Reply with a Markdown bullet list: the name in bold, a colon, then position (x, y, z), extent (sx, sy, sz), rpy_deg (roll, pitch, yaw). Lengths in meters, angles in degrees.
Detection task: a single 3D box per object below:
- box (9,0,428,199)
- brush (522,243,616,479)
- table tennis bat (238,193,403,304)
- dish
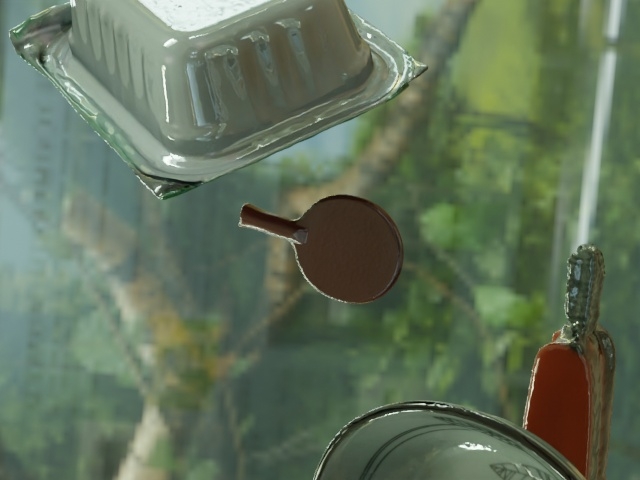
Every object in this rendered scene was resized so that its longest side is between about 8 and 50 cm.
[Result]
- **box**: position (-0.100, -0.192, 1.691), extent (0.337, 0.264, 0.106), rpy_deg (42, 152, 49)
- **brush**: position (0.214, 0.153, 1.727), extent (0.051, 0.070, 0.323), rpy_deg (-28, -53, -51)
- **table tennis bat**: position (0.000, 0.000, 1.721), extent (0.019, 0.155, 0.098), rpy_deg (-34, -41, -64)
- **dish**: position (0.143, 0.263, 1.684), extent (0.106, 0.316, 0.316), rpy_deg (-29, -50, -52)
